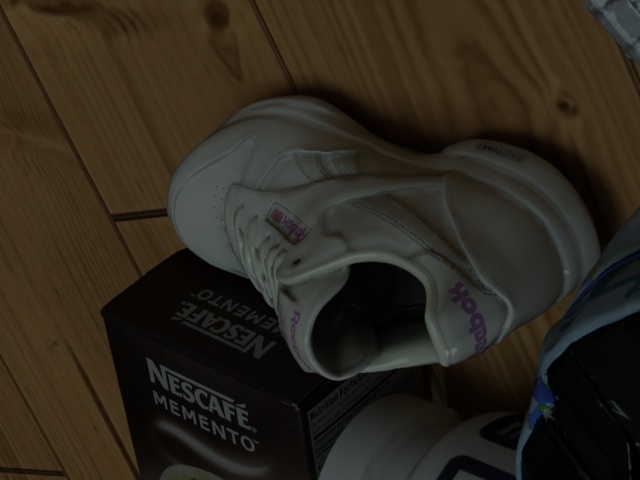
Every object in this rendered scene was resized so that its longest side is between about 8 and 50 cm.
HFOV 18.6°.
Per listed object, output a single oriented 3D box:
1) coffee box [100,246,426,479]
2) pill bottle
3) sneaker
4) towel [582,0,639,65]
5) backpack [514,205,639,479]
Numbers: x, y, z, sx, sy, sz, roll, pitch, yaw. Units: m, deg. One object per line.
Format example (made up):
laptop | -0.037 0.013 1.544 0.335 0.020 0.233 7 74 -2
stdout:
coffee box | -0.023 0.156 1.275 0.168 0.119 0.297 23 136 35
pill bottle | 0.131 0.184 1.102 0.264 0.153 0.153 19 134 38
sneaker | 0.000 0.000 1.085 0.305 0.152 0.114 8 129 46
towel | 0.177 -0.172 0.685 0.235 0.121 0.284 -42 87 19
backpack | 0.258 0.120 0.850 0.355 0.273 0.290 22 143 3
